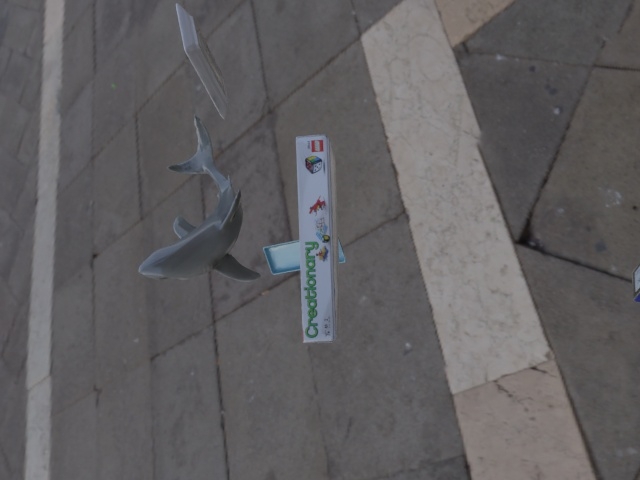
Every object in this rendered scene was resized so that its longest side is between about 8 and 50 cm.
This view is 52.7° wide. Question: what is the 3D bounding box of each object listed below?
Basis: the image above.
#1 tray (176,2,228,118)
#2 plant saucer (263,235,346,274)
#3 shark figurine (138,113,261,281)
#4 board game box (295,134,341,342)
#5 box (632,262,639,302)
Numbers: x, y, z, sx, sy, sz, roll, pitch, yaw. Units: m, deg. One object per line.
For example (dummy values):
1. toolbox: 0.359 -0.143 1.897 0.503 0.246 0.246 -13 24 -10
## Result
1. tray: -0.270 -0.418 1.523 0.030 0.270 0.145 -18 65 3
2. plant saucer: -0.034 0.028 1.381 0.192 0.018 0.067 -12 103 31
3. shark figurine: -0.144 -0.053 0.923 0.116 0.166 0.278 121 159 -43
4. board game box: 0.000 0.000 1.033 0.053 0.193 0.305 -2 88 4
5. box: 0.365 0.021 0.460 0.136 0.226 0.036 96 -170 -52
